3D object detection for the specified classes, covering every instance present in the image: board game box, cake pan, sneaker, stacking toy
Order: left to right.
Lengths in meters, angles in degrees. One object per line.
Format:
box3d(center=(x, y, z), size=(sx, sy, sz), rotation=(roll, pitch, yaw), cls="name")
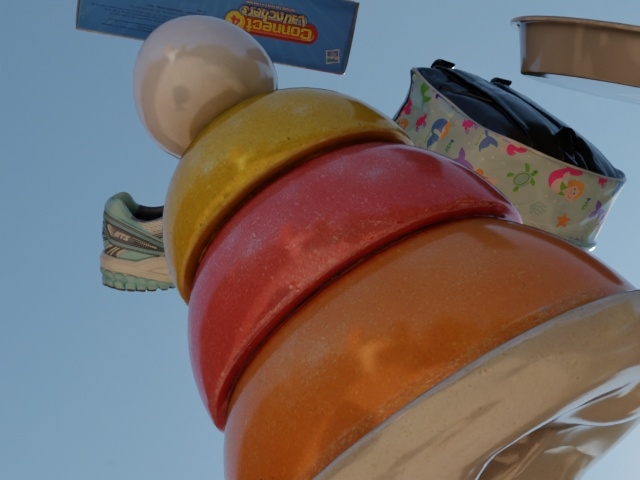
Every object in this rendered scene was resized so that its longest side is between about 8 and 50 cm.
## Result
box3d(center=(-0.139, -0.273, 1.422), size=(0.308, 0.302, 0.086), rotation=(8, -82, -12), cls="board game box")
box3d(center=(-0.117, -0.012, 1.327), size=(0.283, 0.110, 0.122), rotation=(-4, -77, 3), cls="sneaker")
box3d(center=(0.000, 0.000, 0.867), size=(0.350, 0.350, 0.480), rotation=(-50, -119, 33), cls="stacking toy")
box3d(center=(0.328, -0.167, 1.166), size=(0.293, 0.293, 0.054), rotation=(12, -84, 3), cls="cake pan")

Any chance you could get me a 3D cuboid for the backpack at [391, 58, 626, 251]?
box3d(center=(0.203, -0.075, 1.312), size=(0.225, 0.253, 0.191), rotation=(13, -75, -34), cls="backpack")
